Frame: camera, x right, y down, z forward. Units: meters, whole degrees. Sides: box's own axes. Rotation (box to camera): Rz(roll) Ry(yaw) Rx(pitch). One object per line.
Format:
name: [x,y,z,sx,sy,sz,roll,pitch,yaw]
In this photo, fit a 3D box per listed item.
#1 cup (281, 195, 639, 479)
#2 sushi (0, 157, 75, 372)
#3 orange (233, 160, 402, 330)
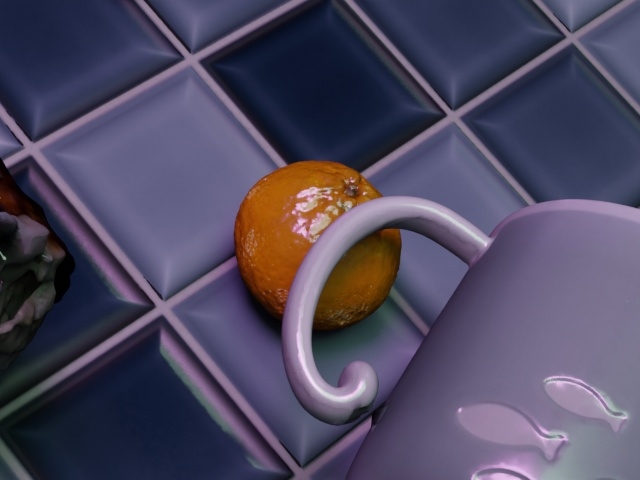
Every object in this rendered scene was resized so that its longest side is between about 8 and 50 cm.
cup: [0.126,0.126,1.053,0.356,0.259,0.274,35,58,0]
sushi: [-0.338,0.009,0.951,0.299,0.281,0.294,-39,79,-17]
orange: [-0.002,0.001,1.165,0.135,0.117,0.135,5,59,-9]
